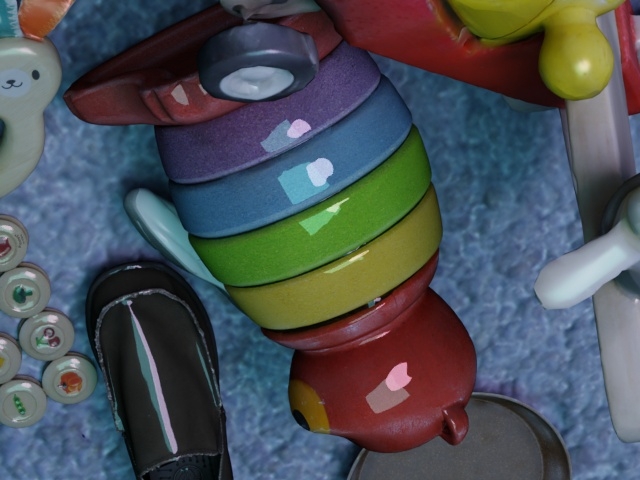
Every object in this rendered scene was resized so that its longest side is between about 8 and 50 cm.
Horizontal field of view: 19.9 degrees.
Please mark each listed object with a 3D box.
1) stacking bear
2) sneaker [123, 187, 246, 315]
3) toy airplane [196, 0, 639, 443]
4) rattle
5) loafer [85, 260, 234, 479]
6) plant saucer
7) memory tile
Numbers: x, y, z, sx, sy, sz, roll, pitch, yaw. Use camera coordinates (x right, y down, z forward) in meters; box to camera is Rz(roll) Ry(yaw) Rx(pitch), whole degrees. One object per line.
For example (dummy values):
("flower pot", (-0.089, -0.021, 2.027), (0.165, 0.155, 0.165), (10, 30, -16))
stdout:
("stacking bear", (0.000, 0.000, 1.098), (0.164, 0.175, 0.289), (-34, 109, -25))
("sneaker", (-0.061, 0.003, 1.176), (0.152, 0.053, 0.061), (36, 86, -26))
("toy airplane", (0.141, -0.143, 0.964), (0.272, 0.384, 0.386), (-19, 113, 35))
("rattle", (-0.200, -0.064, 1.042), (0.199, 0.143, 0.130), (-38, 113, 26))
("loafer", (-0.094, 0.115, 1.198), (0.080, 0.078, 0.220), (-18, 117, -4))
("plant saucer", (0.095, 0.175, 1.295), (0.168, 0.029, 0.168), (-5, 116, -10))
("memory tile", (-0.219, 0.063, 1.184), (0.113, 0.012, 0.148), (-24, 117, -1))
